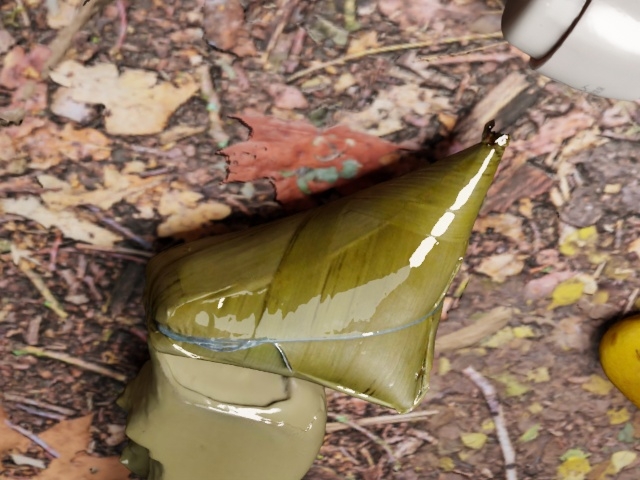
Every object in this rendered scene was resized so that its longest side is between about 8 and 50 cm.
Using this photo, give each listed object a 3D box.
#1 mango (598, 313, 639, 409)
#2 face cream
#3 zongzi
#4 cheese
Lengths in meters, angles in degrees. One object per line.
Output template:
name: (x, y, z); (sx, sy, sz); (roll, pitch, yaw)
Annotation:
mango: (0.313, 0.116, 1.618); (0.115, 0.090, 0.178); (-28, 124, 30)
face cream: (0.185, -0.156, 1.302); (0.104, 0.117, 0.117); (30, 127, -8)
zongzi: (0.000, 0.000, 1.452); (0.228, 0.115, 0.256); (13, 126, -13)
cheese: (-0.089, 0.158, 1.609); (0.175, 0.091, 0.202); (16, 131, -19)
